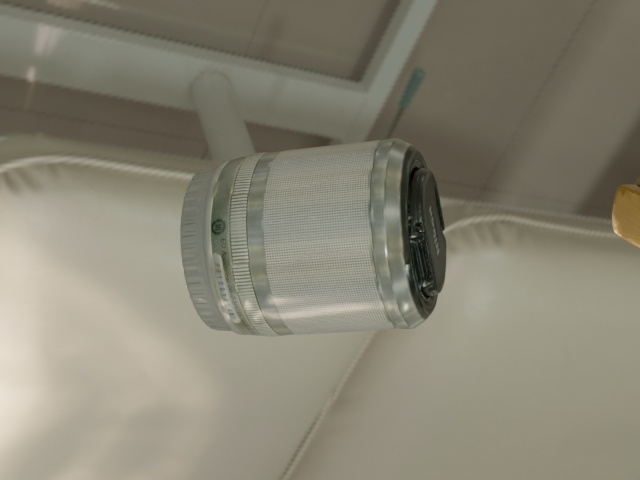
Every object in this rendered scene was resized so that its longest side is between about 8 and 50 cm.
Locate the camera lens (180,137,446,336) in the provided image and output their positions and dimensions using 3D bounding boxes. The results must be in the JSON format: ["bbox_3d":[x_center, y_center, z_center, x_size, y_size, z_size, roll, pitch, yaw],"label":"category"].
[{"bbox_3d":[0.000,0.000,1.264,0.274,0.219,0.219,-5,138,16],"label":"camera lens"}]

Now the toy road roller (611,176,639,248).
[{"bbox_3d":[0.559,0.051,1.531,0.202,0.329,0.241,1,108,-12],"label":"toy road roller"}]
